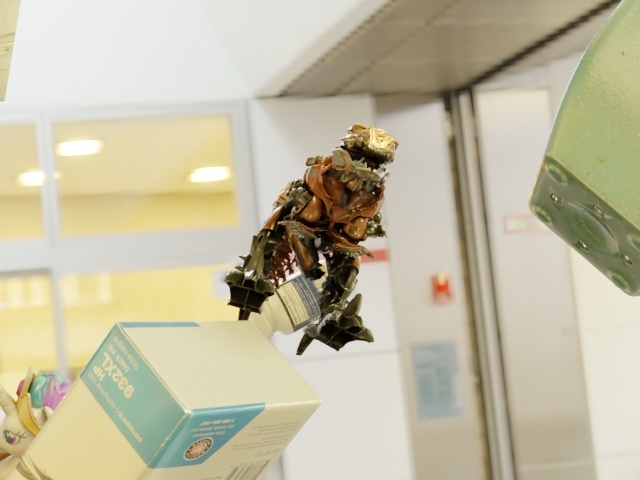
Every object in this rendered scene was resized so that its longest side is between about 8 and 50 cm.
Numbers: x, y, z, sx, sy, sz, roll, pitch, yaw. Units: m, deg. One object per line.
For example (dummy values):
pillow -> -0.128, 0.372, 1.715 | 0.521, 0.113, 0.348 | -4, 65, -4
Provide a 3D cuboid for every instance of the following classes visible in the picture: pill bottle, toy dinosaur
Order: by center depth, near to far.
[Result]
toy dinosaur -> 0.000, 0.000, 1.617 | 0.164, 0.218, 0.322 | 12, -30, 5
pill bottle -> -0.032, 0.078, 1.870 | 0.120, 0.067, 0.067 | -27, -3, -9

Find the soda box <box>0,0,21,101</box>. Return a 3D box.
soda box -> -0.312, -0.272, 1.319 | 0.091, 0.286, 0.098 | 8, 4, -28

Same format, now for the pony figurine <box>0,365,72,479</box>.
pony figurine -> -0.314, 0.338, 1.785 | 0.351, 0.363, 0.303 | 30, 25, -18

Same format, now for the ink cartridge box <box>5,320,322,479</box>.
ink cartridge box -> -0.178, 0.232, 1.481 | 0.307, 0.129, 0.223 | -53, -27, 20

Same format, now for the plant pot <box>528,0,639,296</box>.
plant pot -> 0.345, -0.092, 1.473 | 0.252, 0.248, 0.247 | -44, -15, -14
